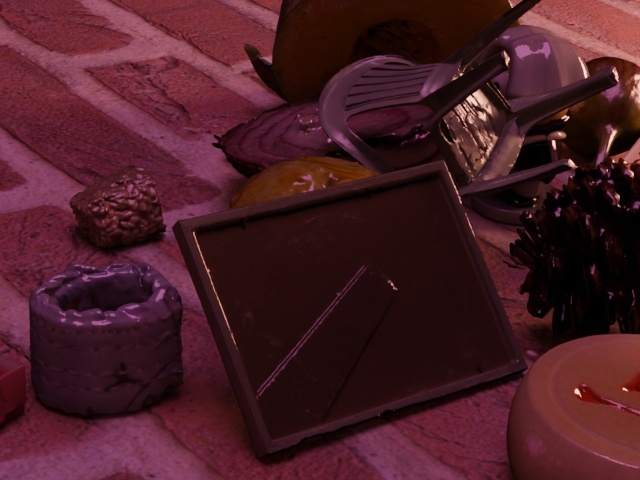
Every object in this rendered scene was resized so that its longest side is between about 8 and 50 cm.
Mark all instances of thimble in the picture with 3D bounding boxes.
[{"bbox_3d":[-0.214,0.096,1.663,0.151,0.118,0.127,-11,27,-26],"label":"thimble"}]

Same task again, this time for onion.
[{"bbox_3d":[0.027,-0.103,2.086,0.314,0.146,0.280,-26,24,-31],"label":"onion"}]

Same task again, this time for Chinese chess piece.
[{"bbox_3d":[0.307,0.188,1.557,0.273,0.102,0.273,3,26,-1],"label":"Chinese chess piece"}]

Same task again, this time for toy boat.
[{"bbox_3d":[0.009,-0.236,2.389,0.293,0.099,0.108,-5,25,-34],"label":"toy boat"}]

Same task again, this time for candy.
[{"bbox_3d":[-0.239,-0.039,1.982,0.110,0.085,0.095,-21,25,-21],"label":"candy"}]

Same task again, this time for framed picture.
[{"bbox_3d":[0.038,0.060,1.685,0.335,0.247,0.022,-15,-12,-33],"label":"framed picture"}]

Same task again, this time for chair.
[{"bbox_3d":[0.159,-0.156,1.895,0.275,0.190,0.203,-24,24,40],"label":"chair"}]

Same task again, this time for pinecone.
[{"bbox_3d":[0.308,0.024,1.787,0.221,0.221,0.221,3,26,-1],"label":"pinecone"}]

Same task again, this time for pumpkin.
[{"bbox_3d":[0.105,-0.305,2.216,0.332,0.332,0.199,4,50,1],"label":"pumpkin"}]

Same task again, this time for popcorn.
[{"bbox_3d":[0.000,0.000,1.817,0.221,0.183,0.204,-18,40,-38],"label":"popcorn"}]

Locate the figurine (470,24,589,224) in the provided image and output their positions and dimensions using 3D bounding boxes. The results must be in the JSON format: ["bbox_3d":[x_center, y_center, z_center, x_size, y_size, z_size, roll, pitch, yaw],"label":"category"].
[{"bbox_3d":[0.253,-0.155,2.091,0.133,0.236,0.176,-10,30,-24],"label":"figurine"}]

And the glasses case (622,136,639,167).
[{"bbox_3d":[0.453,-0.068,2.120,0.144,0.076,0.336,14,28,20],"label":"glasses case"}]

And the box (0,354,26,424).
[{"bbox_3d":[-0.373,0.141,1.616,0.156,0.060,0.111,20,29,27],"label":"box"}]

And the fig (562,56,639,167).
[{"bbox_3d":[0.373,-0.146,2.225,0.149,0.149,0.245,7,38,7],"label":"fig"}]
